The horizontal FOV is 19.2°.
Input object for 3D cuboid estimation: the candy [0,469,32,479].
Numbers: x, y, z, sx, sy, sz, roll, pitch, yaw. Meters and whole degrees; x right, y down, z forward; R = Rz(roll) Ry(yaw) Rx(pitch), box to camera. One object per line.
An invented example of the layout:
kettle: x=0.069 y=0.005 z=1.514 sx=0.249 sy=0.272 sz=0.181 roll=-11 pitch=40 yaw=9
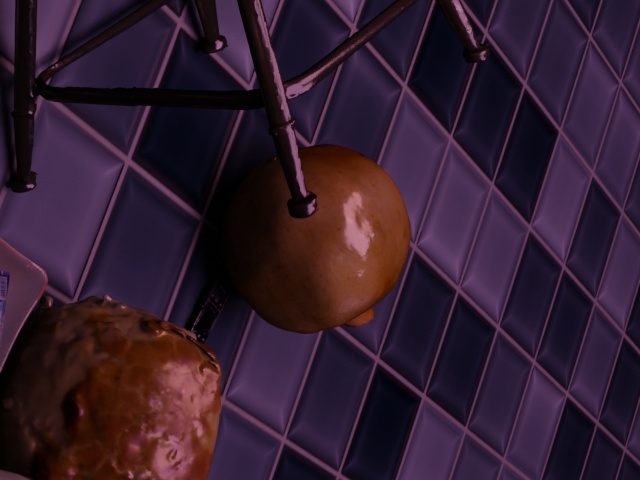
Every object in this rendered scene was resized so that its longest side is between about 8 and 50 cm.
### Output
candy: x=-0.344 y=0.257 z=1.708 sx=0.234 sy=0.104 sz=0.102 roll=23 pitch=47 yaw=-26

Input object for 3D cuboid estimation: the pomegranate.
pomegranate: x=-0.005 y=-0.006 z=2.176 sx=0.233 sy=0.233 sz=0.233 roll=-25 pitch=120 yaw=-54

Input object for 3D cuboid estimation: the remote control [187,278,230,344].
remote control: x=-0.135 y=0.090 z=2.178 sx=0.096 sy=0.014 sz=0.039 roll=-65 pitch=147 yaw=-22

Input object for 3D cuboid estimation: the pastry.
pastry: x=-0.232 y=0.175 z=1.839 sx=0.170 sy=0.237 sz=0.256 roll=36 pitch=68 yaw=-45

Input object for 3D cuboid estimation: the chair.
chair: x=-0.109 y=-0.295 z=1.796 sx=0.364 sy=0.362 sz=0.410 roll=-43 pitch=129 yaw=-45

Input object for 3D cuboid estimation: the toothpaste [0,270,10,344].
toothpaste: x=-0.299 y=0.069 z=1.746 sx=0.024 sy=0.015 sz=0.083 roll=15 pitch=80 yaw=-60

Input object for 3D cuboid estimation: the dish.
dish: x=-0.352 y=0.091 z=1.751 sx=0.151 sy=0.077 sz=0.212 roll=47 pitch=58 yaw=-56
